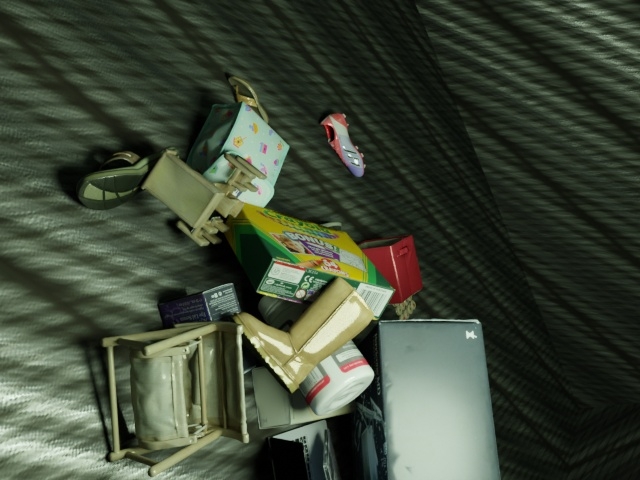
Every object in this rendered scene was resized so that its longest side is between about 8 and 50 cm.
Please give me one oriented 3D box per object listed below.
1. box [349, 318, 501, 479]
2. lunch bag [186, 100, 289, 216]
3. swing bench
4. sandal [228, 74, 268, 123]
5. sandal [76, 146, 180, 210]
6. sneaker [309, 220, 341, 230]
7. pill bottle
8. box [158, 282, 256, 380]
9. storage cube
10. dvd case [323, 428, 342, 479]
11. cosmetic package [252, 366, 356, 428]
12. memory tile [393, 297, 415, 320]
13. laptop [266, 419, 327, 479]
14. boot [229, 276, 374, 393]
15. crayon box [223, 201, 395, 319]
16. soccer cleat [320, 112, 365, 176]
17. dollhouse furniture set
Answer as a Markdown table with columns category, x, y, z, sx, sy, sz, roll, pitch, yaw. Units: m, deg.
| category | x | y | z | sx | sy | sz | roll | pitch | yaw |
| --- | --- | --- | --- | --- | --- | --- | --- | --- | --- |
| box | 0.260 | 0.506 | 1.858 | 0.297 | 0.472 | 0.480 | 2 | 68 | -9 |
| lunch bag | -0.225 | -0.201 | 1.791 | 0.223 | 0.160 | 0.262 | 42 | 58 | -45 |
| swing bench | -0.291 | 0.309 | 1.384 | 0.254 | 0.165 | 0.253 | -6 | 95 | -48 |
| sandal | -0.216 | -0.405 | 1.982 | 0.049 | 0.072 | 0.180 | -47 | 122 | -29 |
| sandal | -0.439 | -0.153 | 1.515 | 0.086 | 0.120 | 0.303 | 43 | 33 | 5 |
| sneaker | 0.000 | 0.000 | 2.120 | 0.222 | 0.083 | 0.118 | -12 | 105 | -64 |
| pill bottle | -0.023 | 0.257 | 1.679 | 0.176 | 0.176 | 0.318 | 6 | 42 | -55 |
| box | -0.260 | 0.219 | 1.553 | 0.108 | 0.153 | 0.207 | -16 | 88 | -57 |
| storage cube | 0.207 | 0.100 | 2.249 | 0.183 | 0.215 | 0.193 | -23 | 102 | -57 |
| dvd case | 0.039 | 0.643 | 1.797 | 0.164 | 0.018 | 0.221 | -86 | 164 | -72 |
| cosmetic package | -0.038 | 0.411 | 1.835 | 0.309 | 0.113 | 0.160 | 8 | 69 | -55 |
| memory tile | 0.313 | 0.235 | 2.519 | 0.148 | 0.012 | 0.113 | -42 | 111 | -54 |
| laptop | 0.016 | 0.667 | 1.688 | 0.408 | 0.236 | 0.382 | 4 | 74 | -55 |
| boot | -0.042 | 0.179 | 1.541 | 0.269 | 0.089 | 0.236 | -43 | 104 | -20 |
| crayon box | -0.036 | 0.047 | 1.731 | 0.363 | 0.106 | 0.313 | 16 | 22 | -32 |
| soccer cleat | 0.077 | -0.329 | 2.376 | 0.095 | 0.083 | 0.248 | -32 | 110 | -26 |
| dollhouse furniture set | -0.282 | -0.119 | 1.598 | 0.161 | 0.212 | 0.242 | 38 | 11 | 10 |
